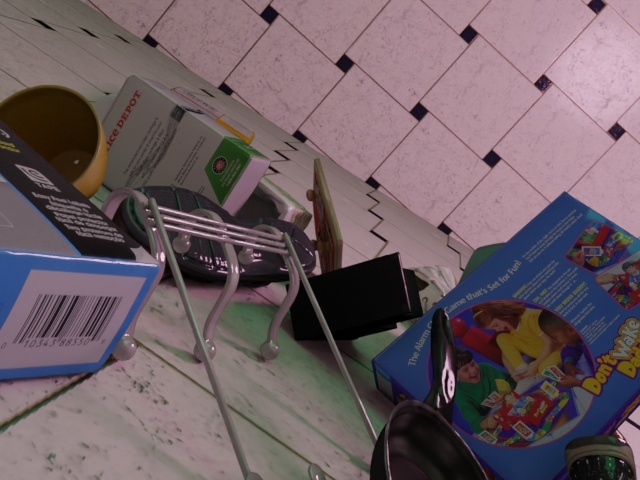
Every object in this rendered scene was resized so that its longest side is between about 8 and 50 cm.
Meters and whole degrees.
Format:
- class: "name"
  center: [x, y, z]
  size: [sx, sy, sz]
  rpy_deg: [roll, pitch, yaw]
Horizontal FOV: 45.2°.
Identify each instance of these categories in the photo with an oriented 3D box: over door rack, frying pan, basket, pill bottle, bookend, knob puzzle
- class: "over door rack"
  center: [-0.057, 0.108, 0.696]
  size: [0.324, 0.108, 0.239]
  rpy_deg: [55, 20, 25]
- class: "frying pan"
  center: [0.086, 0.170, 0.635]
  size: [0.197, 0.053, 0.326]
  rpy_deg: [34, 32, -45]
- class: "basket"
  center: [-0.110, -0.043, 1.135]
  size: [0.167, 0.113, 0.103]
  rpy_deg: [39, 9, 23]
- class: "pill bottle"
  center: [-0.308, -0.199, 1.213]
  size: [0.067, 0.067, 0.120]
  rpy_deg: [34, 11, 7]
- class: "bookend"
  center: [0.065, 0.076, 0.969]
  size: [0.156, 0.157, 0.072]
  rpy_deg: [12, 64, -59]
- class: "knob puzzle"
  center: [0.000, 0.000, 1.191]
  size: [0.030, 0.213, 0.213]
  rpy_deg: [-8, 21, -8]

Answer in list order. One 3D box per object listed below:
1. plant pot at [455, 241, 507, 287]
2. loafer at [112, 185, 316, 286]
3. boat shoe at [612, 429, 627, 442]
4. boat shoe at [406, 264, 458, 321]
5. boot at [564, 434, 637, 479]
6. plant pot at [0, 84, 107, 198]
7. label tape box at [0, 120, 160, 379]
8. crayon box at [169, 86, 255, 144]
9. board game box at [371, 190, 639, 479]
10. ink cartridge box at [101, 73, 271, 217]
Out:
- class: "plant pot"
  center: [0.303, 0.134, 1.110]
  size: [0.235, 0.293, 0.293]
  rpy_deg: [22, 8, 16]
- class: "loafer"
  center: [-0.132, 0.015, 0.940]
  size: [0.302, 0.095, 0.109]
  rpy_deg: [14, 52, -48]
- class: "boat shoe"
  center: [0.416, 0.288, 1.281]
  size: [0.207, 0.073, 0.073]
  rpy_deg: [44, 13, 18]
- class: "boat shoe"
  center: [0.206, 0.126, 1.361]
  size: [0.096, 0.098, 0.277]
  rpy_deg: [6, 21, -10]
- class: "boot"
  center: [0.288, 0.324, 0.735]
  size: [0.179, 0.085, 0.236]
  rpy_deg: [-75, 146, -49]
- class: "plant pot"
  center: [-0.286, -0.086, 0.834]
  size: [0.134, 0.134, 0.095]
  rpy_deg: [36, -12, 17]
- class: "label tape box"
  center: [-0.322, -0.044, 0.549]
  size: [0.347, 0.115, 0.249]
  rpy_deg: [40, 13, 24]
- class: "crayon box"
  center: [-0.251, -0.224, 1.582]
  size: [0.203, 0.083, 0.323]
  rpy_deg: [31, 11, -8]
- class: "board game box"
  center: [0.267, 0.121, 0.907]
  size: [0.233, 0.347, 0.078]
  rpy_deg: [40, -21, 32]
- class: "ink cartridge box"
  center: [-0.198, -0.106, 1.047]
  size: [0.208, 0.153, 0.087]
  rpy_deg: [36, 11, 12]
